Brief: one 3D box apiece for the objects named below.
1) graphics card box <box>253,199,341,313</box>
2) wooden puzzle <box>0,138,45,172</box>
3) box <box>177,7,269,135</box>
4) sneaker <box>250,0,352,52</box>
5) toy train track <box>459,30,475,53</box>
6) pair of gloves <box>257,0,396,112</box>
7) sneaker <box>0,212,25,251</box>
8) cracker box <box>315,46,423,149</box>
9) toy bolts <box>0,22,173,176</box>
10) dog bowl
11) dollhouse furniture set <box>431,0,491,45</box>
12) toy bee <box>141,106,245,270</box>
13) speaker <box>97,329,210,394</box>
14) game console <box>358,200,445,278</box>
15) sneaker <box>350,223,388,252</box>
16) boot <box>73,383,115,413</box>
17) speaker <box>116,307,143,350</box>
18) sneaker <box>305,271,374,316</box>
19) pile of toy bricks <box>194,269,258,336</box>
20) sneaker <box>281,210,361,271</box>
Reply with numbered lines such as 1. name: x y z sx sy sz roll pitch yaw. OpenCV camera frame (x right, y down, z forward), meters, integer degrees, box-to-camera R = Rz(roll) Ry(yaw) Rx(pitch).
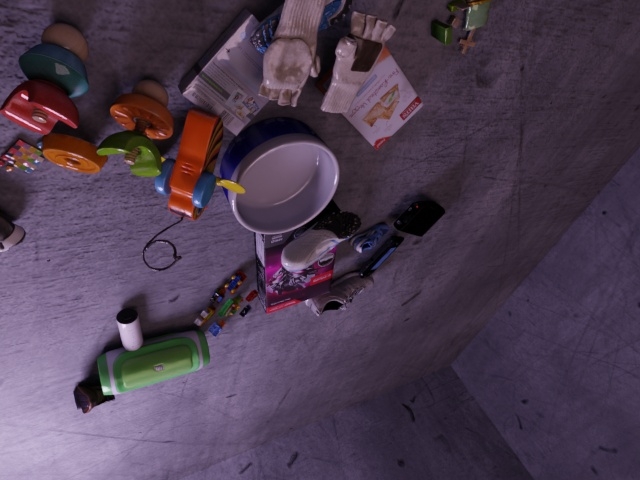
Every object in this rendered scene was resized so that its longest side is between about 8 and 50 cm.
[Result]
1. graphics card box: -0.072 0.051 1.202 0.232 0.094 0.371 -16 139 -21
2. wooden puzzle: -0.516 -0.146 0.708 0.083 0.006 0.049 -40 144 9
3. box: -0.151 -0.310 0.769 0.186 0.038 0.145 -42 143 14
4. sneaker: -0.043 -0.395 0.711 0.190 0.083 0.071 -31 152 -7
5. toy train track: 0.354 -0.490 0.965 0.048 0.014 0.083 -1 128 -27
6. pair of gloves: 0.009 -0.326 0.736 0.240 0.042 0.204 -4 139 -39
7. sneaker: -0.669 0.001 0.710 0.234 0.078 0.106 -25 141 -17
8. cracker box: 0.119 -0.330 0.925 0.156 0.067 0.232 -43 144 15
9. toy bolts: -0.380 -0.223 0.659 0.218 0.158 0.228 2 163 21
10. dog bowl: -0.094 -0.145 0.947 0.265 0.104 0.265 -21 143 -17
11. dollhouse furniture set: 0.326 -0.488 0.896 0.151 0.058 0.076 -24 138 -7
12. toy bee: -0.270 -0.111 0.818 0.298 0.195 0.162 -48 -175 5
13. speaker: -0.492 0.359 1.215 0.296 0.131 0.131 -10 138 -29
14. game console: 0.273 0.003 1.418 0.361 0.044 0.213 -49 152 20
15. sneaker: 0.172 -0.005 1.351 0.144 0.059 0.053 -29 143 -10
16. boot: -0.655 0.449 1.198 0.106 0.082 0.219 -12 174 -40
17. speaker: -0.524 0.246 1.119 0.055 0.055 0.136 -12 140 -26
18. sneaker: 0.080 0.204 1.476 0.281 0.115 0.105 -18 142 -20
19. pile of toy bricks: -0.267 0.192 1.228 0.212 0.118 0.105 -50 174 8
20. sneaker: 0.000 0.000 1.066 0.237 0.085 0.086 -31 168 -9
